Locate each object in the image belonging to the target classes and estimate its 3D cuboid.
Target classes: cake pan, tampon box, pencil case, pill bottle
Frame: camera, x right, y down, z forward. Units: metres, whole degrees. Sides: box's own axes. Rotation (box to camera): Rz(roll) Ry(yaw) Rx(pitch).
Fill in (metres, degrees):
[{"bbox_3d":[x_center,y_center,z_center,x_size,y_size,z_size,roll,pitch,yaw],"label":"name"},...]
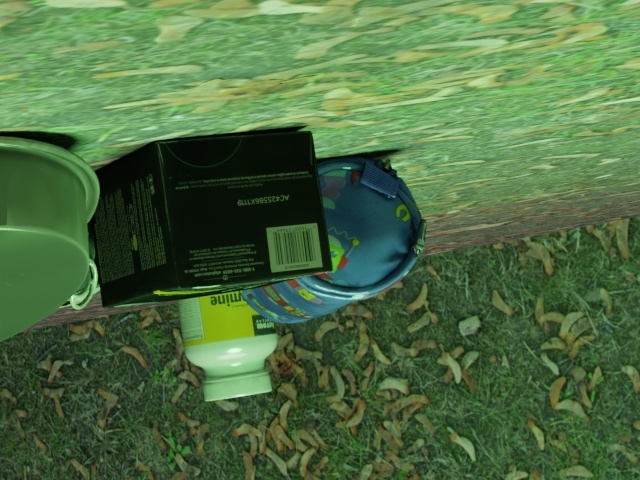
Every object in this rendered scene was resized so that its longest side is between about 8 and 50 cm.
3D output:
[{"bbox_3d":[-0.274,0.024,1.236,0.293,0.054,0.293,-17,162,-6],"label":"cake pan"},{"bbox_3d":[-0.082,-0.013,1.397,0.120,0.101,0.161,-6,176,-24],"label":"tampon box"},{"bbox_3d":[0.000,0.000,1.710,0.119,0.133,0.306,37,168,-6],"label":"pencil case"},{"bbox_3d":[-0.102,0.078,2.131,0.103,0.184,0.103,-9,177,0],"label":"pill bottle"}]

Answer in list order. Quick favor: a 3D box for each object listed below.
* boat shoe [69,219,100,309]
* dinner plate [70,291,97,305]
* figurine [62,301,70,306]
[{"bbox_3d":[-0.194,0.006,1.478,0.079,0.095,0.254,-9,178,31],"label":"boat shoe"},{"bbox_3d":[-0.274,0.057,1.866,0.141,0.017,0.141,-8,176,-1],"label":"dinner plate"},{"bbox_3d":[-0.333,0.076,1.578,0.215,0.092,0.209,-27,-175,41],"label":"figurine"}]
